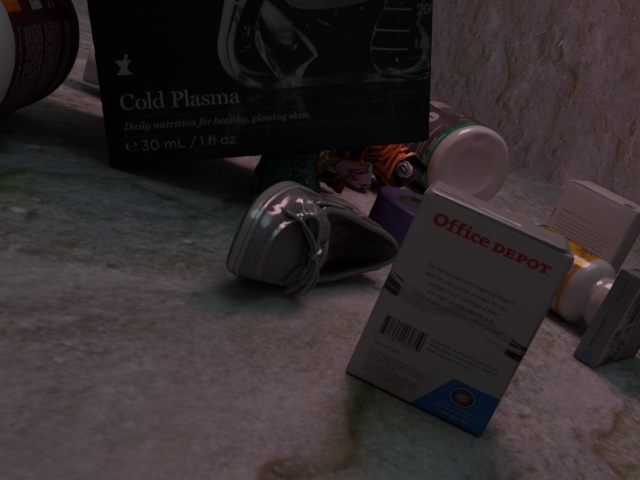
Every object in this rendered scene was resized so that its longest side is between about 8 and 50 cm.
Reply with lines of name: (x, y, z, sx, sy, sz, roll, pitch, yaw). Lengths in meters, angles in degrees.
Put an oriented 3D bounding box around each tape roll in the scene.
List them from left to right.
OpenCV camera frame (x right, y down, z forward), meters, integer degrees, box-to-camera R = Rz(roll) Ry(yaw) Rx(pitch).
tape roll: (0.170, -0.014, 1.239, 0.189, 0.080, 0.189, 21, 17, -7)

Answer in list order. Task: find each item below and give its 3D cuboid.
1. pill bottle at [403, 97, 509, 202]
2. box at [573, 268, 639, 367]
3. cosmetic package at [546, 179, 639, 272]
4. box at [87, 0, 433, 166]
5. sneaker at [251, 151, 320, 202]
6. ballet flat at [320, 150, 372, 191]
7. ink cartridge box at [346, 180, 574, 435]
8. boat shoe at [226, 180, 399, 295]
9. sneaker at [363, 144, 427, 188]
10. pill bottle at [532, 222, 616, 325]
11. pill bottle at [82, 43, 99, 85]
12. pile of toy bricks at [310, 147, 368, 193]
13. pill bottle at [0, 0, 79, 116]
pill bottle: (0.280, -0.228, 1.821, 0.204, 0.204, 0.361, 14, 18, -26)
box: (0.456, 0.111, 1.110, 0.186, 0.145, 0.038, 2, 27, -48)
cosmetic package: (0.561, -0.013, 1.558, 0.151, 0.184, 0.151, 32, 18, 27)
box: (-0.097, -0.388, 1.119, 0.480, 0.472, 0.297, -6, 23, -9)
sneaker: (-0.049, -0.101, 1.171, 0.107, 0.110, 0.275, 16, 19, -22)
ballet flat: (0.040, -0.179, 1.577, 0.077, 0.079, 0.221, 4, 24, -40)
ink cartridge box: (0.135, 0.063, 0.740, 0.148, 0.203, 0.086, 26, 17, 9)
boat shoe: (0.000, 0.002, 0.914, 0.103, 0.118, 0.320, 25, 10, 23)
sneaker: (0.145, -0.208, 1.530, 0.180, 0.124, 0.321, 53, -6, 18)
pill bottle: (0.408, 0.064, 1.239, 0.117, 0.117, 0.208, 9, 22, -39)
pill bottle: (-0.351, -0.311, 1.431, 0.180, 0.108, 0.108, 18, 17, -14)
pile of toy bricks: (-0.001, -0.133, 1.387, 0.212, 0.118, 0.105, 16, -20, 39)
pill bottle: (-0.449, -0.244, 0.897, 0.224, 0.224, 0.392, 20, 17, -8)
